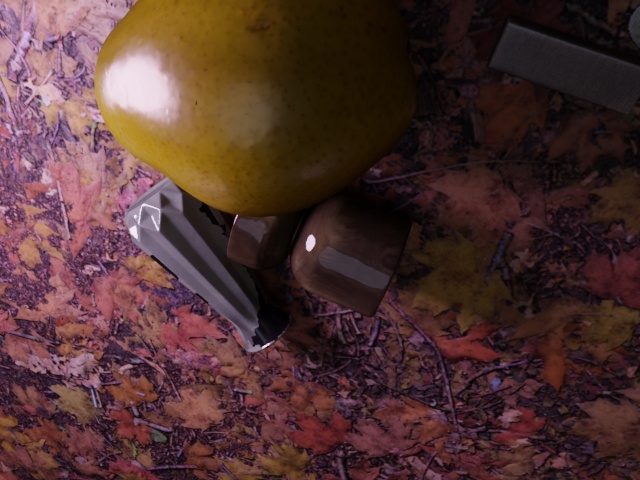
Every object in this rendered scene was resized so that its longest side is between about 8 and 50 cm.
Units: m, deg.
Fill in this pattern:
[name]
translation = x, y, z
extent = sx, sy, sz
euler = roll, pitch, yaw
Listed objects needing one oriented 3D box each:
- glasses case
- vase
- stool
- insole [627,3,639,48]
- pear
[glasses case]
translation = 0.342, -0.245, 0.792
extent = 0.205, 0.047, 0.070
euler = 20, 128, 5
[vase]
translation = -0.202, 0.048, 1.085
extent = 0.165, 0.165, 0.360
euler = -25, 114, 28
[stool]
translation = 0.000, 0.000, 0.967
extent = 0.264, 0.179, 0.179
euler = 22, 124, 4
[insole]
translation = 0.567, -0.256, 0.739
extent = 0.323, 0.007, 0.109
euler = 17, 124, 8
[pear]
translation = -0.081, -0.209, 0.763
extent = 0.419, 0.362, 0.362
euler = 1, 120, 11
